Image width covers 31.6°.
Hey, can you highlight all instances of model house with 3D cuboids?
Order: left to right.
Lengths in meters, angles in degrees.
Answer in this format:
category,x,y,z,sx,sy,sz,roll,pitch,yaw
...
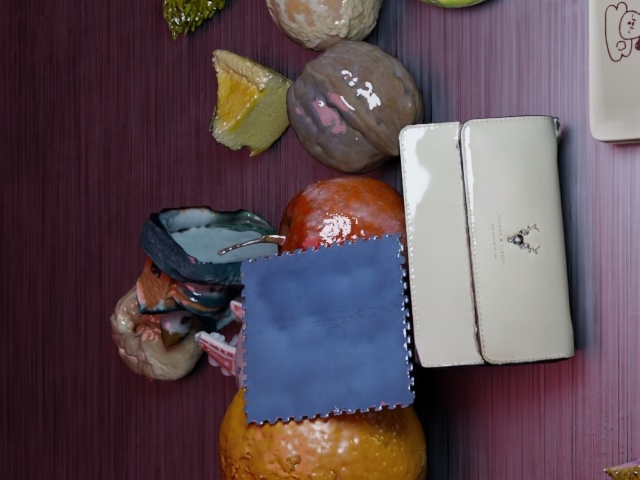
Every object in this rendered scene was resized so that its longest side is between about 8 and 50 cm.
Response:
category,x,y,z,sx,sy,sz,roll,pitch,yaw
model house,-0.210,0.093,2.037,0.184,0.253,0.291,45,124,31

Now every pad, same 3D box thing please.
category,x,y,z,sx,sy,sz,roll,pitch,yaw
pad,0.005,0.130,1.667,0.269,0.012,0.269,-8,68,19

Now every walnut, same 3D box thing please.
category,x,y,z,sx,sy,sz,roll,pitch,yaw
walnut,0.058,-0.212,1.835,0.224,0.224,0.224,0,90,41

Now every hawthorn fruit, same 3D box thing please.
category,x,y,z,sx,sy,sz,roll,pitch,yaw
hawthorn fruit,0.040,0.005,1.815,0.231,0.263,0.235,35,96,33

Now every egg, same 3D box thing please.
category,x,y,z,sx,sy,sz,roll,pitch,yaw
egg,0.000,-0.428,1.878,0.203,0.203,0.245,-33,65,36

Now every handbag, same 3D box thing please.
category,x,y,z,sx,sy,sz,roll,pitch,yaw
handbag,0.243,0.003,1.665,0.236,0.160,0.358,-4,87,2

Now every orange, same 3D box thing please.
category,x,y,z,sx,sy,sz,roll,pitch,yaw
orange,0.007,0.328,1.797,0.340,0.340,0.293,-15,37,40

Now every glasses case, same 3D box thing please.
category,x,y,z,sx,sy,sz,roll,pitch,yaw
glasses case,0.446,-0.293,1.577,0.131,0.070,0.313,0,90,41

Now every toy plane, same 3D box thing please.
category,x,y,z,sx,sy,sz,roll,pitch,yaw
toy plane,-0.103,0.206,1.982,0.252,0.118,0.252,17,133,19

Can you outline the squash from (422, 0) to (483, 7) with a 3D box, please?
category,x,y,z,sx,sy,sz,roll,pitch,yaw
squash,0.196,-0.483,1.741,0.252,0.049,0.252,19,126,29

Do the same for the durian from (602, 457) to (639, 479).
category,x,y,z,sx,sy,sz,roll,pitch,yaw
durian,0.536,0.323,1.470,0.341,0.112,0.191,-33,67,33

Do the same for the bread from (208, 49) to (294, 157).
category,x,y,z,sx,sy,sz,roll,pitch,yaw
bread,-0.140,-0.244,2.038,0.169,0.140,0.160,34,100,40

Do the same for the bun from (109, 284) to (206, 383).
category,x,y,z,sx,sy,sz,roll,pitch,yaw
bun,-0.321,0.171,2.195,0.220,0.134,0.220,-4,84,38

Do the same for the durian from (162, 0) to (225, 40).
category,x,y,z,sx,sy,sz,roll,pitch,yaw
durian,-0.227,-0.587,2.165,0.198,0.163,0.394,165,108,-79
